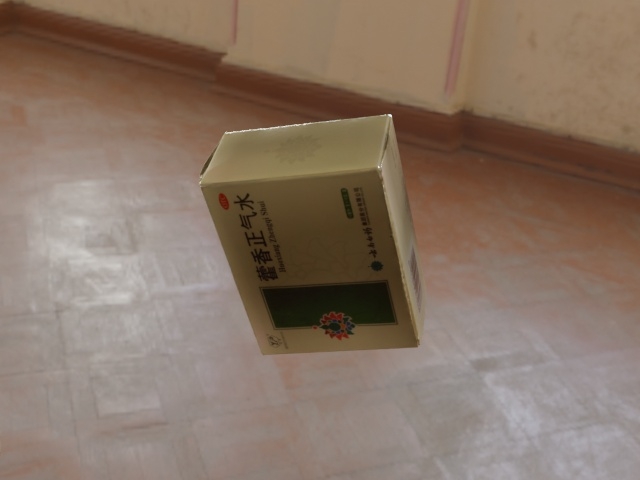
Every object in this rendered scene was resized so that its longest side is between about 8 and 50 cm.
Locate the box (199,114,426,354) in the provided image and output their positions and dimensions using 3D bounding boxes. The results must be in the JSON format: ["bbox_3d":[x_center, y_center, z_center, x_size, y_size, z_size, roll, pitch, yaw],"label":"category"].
[{"bbox_3d":[0.000,0.000,0.841,0.168,0.212,0.095,-4,38,17],"label":"box"}]
